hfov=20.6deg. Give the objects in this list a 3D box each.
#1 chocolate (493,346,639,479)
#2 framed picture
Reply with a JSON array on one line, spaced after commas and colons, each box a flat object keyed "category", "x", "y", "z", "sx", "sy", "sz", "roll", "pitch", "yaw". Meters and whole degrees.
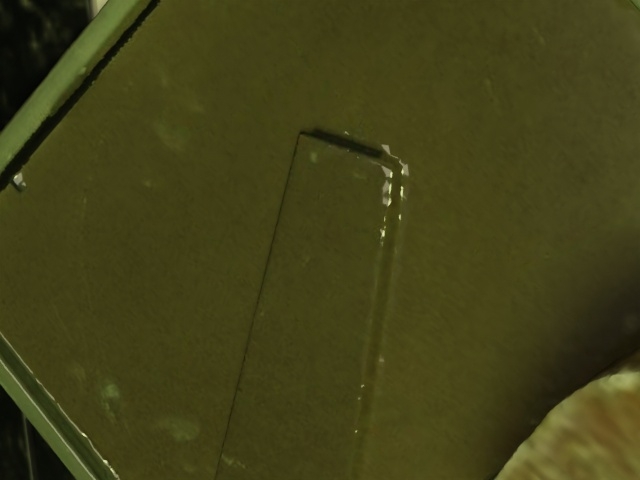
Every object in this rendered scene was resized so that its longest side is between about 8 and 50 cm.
[{"category": "chocolate", "x": 0.168, "y": 0.134, "z": 0.527, "sx": 0.254, "sy": 0.080, "sz": 0.157, "roll": 41, "pitch": 136, "yaw": 12}, {"category": "framed picture", "x": 0.000, "y": 0.000, "z": 0.614, "sx": 0.232, "sy": 0.024, "sz": 0.315, "roll": 50, "pitch": 122, "yaw": 6}]
